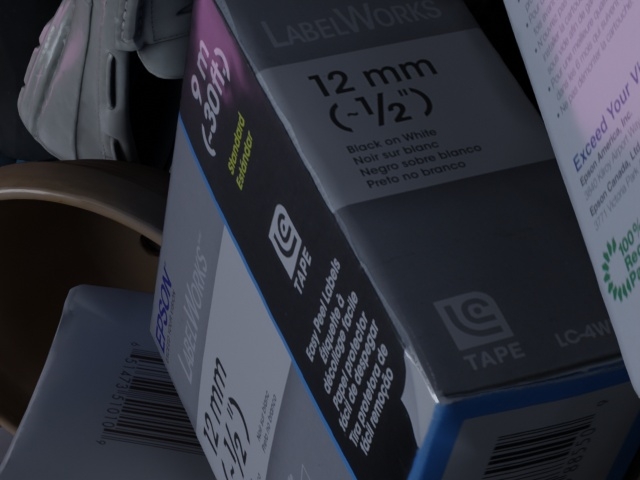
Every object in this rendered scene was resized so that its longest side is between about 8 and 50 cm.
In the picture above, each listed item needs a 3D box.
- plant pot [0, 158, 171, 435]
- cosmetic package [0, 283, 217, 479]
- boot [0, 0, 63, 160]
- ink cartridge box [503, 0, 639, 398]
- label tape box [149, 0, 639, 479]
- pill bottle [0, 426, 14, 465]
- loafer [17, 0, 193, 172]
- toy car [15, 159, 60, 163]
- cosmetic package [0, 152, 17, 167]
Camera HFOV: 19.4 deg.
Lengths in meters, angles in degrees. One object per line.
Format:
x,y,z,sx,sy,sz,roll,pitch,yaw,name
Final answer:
-0.120,0.032,1.151,0.110,0.237,0.237,-58,-14,-45,plant pot
-0.094,0.244,1.054,0.217,0.156,0.385,-77,-5,-60,cosmetic package
-0.197,-0.267,1.222,0.367,0.146,0.445,1,112,37,boot
0.125,-0.169,0.528,0.324,0.071,0.330,115,146,-57,ink cartridge box
0.000,0.000,0.826,0.348,0.115,0.249,60,153,33,label tape box
-0.201,0.336,1.381,0.229,0.229,0.408,-119,28,-46,pill bottle
-0.093,-0.150,1.117,0.111,0.112,0.319,38,141,9,loafer
-0.186,0.073,1.368,0.238,0.219,0.210,26,135,29,toy car
-0.244,-0.004,1.522,0.060,0.099,0.239,25,128,31,cosmetic package
